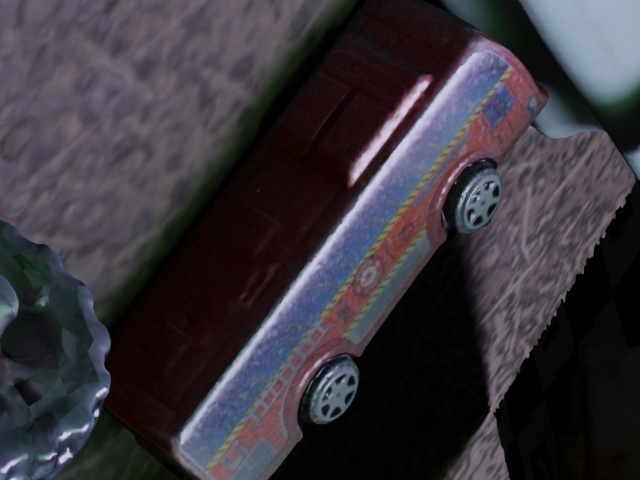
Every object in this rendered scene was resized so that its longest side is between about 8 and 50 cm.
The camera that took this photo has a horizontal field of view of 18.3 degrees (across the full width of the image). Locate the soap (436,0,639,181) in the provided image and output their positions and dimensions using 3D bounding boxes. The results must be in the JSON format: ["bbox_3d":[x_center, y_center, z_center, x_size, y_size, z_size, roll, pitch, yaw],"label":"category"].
[{"bbox_3d":[0.117,-0.131,0.725,0.160,0.087,0.265,-56,155,-3],"label":"soap"}]

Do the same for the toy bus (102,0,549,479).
[{"bbox_3d":[0.000,0.000,0.698,0.192,0.065,0.077,-54,147,-8],"label":"toy bus"}]

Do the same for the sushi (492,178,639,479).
[{"bbox_3d":[0.118,0.172,0.793,0.064,0.343,0.359,-8,157,-11],"label":"sushi"}]

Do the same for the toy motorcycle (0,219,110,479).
[{"bbox_3d":[-0.159,0.021,0.402,0.229,0.130,0.094,-15,155,-36],"label":"toy motorcycle"}]
